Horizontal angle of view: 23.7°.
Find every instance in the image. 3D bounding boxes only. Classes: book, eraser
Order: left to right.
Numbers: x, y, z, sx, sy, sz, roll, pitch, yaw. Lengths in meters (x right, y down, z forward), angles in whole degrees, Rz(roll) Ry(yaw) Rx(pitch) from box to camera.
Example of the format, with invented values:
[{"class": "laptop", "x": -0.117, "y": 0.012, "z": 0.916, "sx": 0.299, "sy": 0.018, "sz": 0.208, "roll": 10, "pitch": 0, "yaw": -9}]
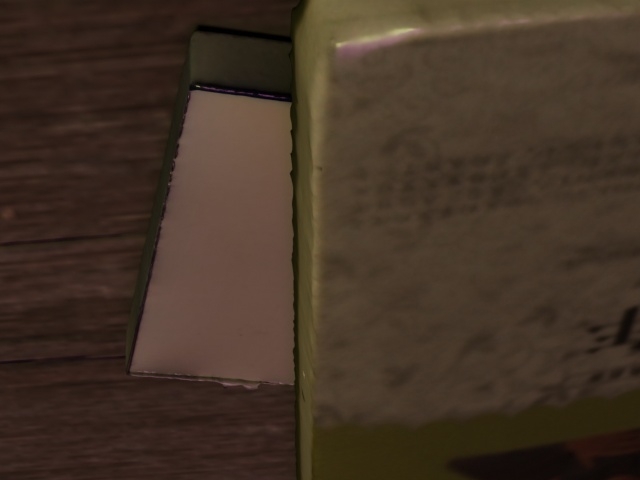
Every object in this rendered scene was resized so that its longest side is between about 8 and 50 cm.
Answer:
[{"class": "eraser", "x": 0.000, "y": 0.000, "z": 0.468, "sx": 0.104, "sy": 0.023, "sz": 0.150, "roll": 6, "pitch": 144, "yaw": -11}, {"class": "book", "x": 0.110, "y": 0.032, "z": 0.482, "sx": 0.239, "sy": 0.035, "sz": 0.352, "roll": -7, "pitch": 145, "yaw": -6}]
